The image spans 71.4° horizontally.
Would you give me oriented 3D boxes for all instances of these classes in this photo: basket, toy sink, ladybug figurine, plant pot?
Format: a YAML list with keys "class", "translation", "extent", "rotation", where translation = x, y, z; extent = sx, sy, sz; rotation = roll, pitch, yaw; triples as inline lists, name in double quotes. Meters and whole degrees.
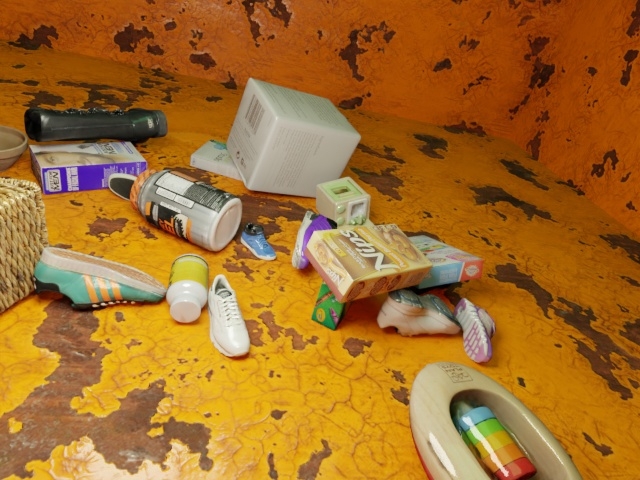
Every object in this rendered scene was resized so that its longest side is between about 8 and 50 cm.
- class: "basket"
  translation: [-0.776, 0.006, 0.993]
  extent: [0.214, 0.299, 0.223]
  rotation: [19, 34, 8]
- class: "toy sink"
  translation: [0.100, -0.132, 1.726]
  extent: [0.153, 0.131, 0.234]
  rotation: [-16, 42, -19]
- class: "ladybug figurine"
  translation: [0.335, 0.445, 0.909]
  extent: [0.305, 0.161, 0.449]
  rotation: [1, 34, -23]
- class: "plant pot"
  translation: [-1.128, -0.302, 1.511]
  extent: [0.238, 0.109, 0.237]
  rotation: [12, 32, -7]

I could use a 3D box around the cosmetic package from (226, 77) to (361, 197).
- class: "cosmetic package"
  translation: [-0.120, -0.406, 1.828]
  extent: [0.394, 0.327, 0.329]
  rotation: [4, 40, -34]

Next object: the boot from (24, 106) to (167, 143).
- class: "boot"
  translation: [-0.874, -0.430, 1.700]
  extent: [0.445, 0.146, 0.367]
  rotation: [-20, 16, -42]

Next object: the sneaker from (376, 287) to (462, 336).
- class: "sneaker"
  translation: [0.286, 0.223, 1.301]
  extent: [0.297, 0.129, 0.111]
  rotation: [22, 24, -26]

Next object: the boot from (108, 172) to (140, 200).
- class: "boot"
  translation: [-0.627, -0.211, 1.614]
  extent: [0.245, 0.088, 0.176]
  rotation: [12, 30, -21]

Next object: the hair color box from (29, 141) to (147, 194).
- class: "hair color box"
  translation: [-0.822, -0.267, 1.593]
  extent: [0.339, 0.110, 0.185]
  rotation: [-14, 42, -37]

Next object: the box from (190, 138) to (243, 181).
- class: "box"
  translation: [-0.374, -0.347, 1.961]
  extent: [0.322, 0.058, 0.232]
  rotation: [17, 31, 0]

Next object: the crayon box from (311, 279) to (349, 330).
- class: "crayon box"
  translation: [0.078, 0.115, 1.320]
  extent: [0.081, 0.165, 0.278]
  rotation: [24, 33, 13]

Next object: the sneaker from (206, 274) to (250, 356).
- class: "sneaker"
  translation: [-0.238, 0.191, 1.131]
  extent: [0.090, 0.094, 0.235]
  rotation: [-4, 38, -31]

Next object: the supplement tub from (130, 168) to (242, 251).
- class: "supplement tub"
  translation: [-0.429, -0.106, 1.424]
  extent: [0.316, 0.193, 0.193]
  rotation: [23, 32, 13]

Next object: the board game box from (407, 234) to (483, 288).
- class: "board game box"
  translation: [0.340, 0.062, 1.495]
  extent: [0.243, 0.064, 0.316]
  rotation: [-7, 17, -21]

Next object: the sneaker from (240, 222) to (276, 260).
- class: "sneaker"
  translation: [-0.200, -0.002, 1.462]
  extent: [0.152, 0.084, 0.058]
  rotation: [36, 37, 29]

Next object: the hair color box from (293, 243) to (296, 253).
- class: "hair color box"
  translation: [-0.013, 0.041, 1.514]
  extent: [0.141, 0.043, 0.072]
  rotation: [22, 32, 13]

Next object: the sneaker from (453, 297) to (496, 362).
- class: "sneaker"
  translation: [0.479, 0.269, 1.328]
  extent: [0.105, 0.095, 0.236]
  rotation: [19, 30, -9]

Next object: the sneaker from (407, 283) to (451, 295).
- class: "sneaker"
  translation: [0.370, 0.115, 1.526]
  extent: [0.235, 0.084, 0.097]
  rotation: [-8, 37, -33]

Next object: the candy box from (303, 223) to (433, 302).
- class: "candy box"
  translation: [0.134, 0.051, 1.206]
  extent: [0.317, 0.087, 0.183]
  rotation: [-6, 46, -40]

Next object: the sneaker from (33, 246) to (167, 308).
- class: "sneaker"
  translation: [-0.549, 0.118, 1.120]
  extent: [0.302, 0.120, 0.108]
  rotation: [22, 5, -25]

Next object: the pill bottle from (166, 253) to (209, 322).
- class: "pill bottle"
  translation: [-0.349, 0.125, 1.176]
  extent: [0.103, 0.103, 0.184]
  rotation: [6, 32, -15]

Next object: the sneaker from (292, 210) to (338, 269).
- class: "sneaker"
  translation: [0.000, -0.001, 1.448]
  extent: [0.146, 0.102, 0.293]
  rotation: [15, 33, 0]
